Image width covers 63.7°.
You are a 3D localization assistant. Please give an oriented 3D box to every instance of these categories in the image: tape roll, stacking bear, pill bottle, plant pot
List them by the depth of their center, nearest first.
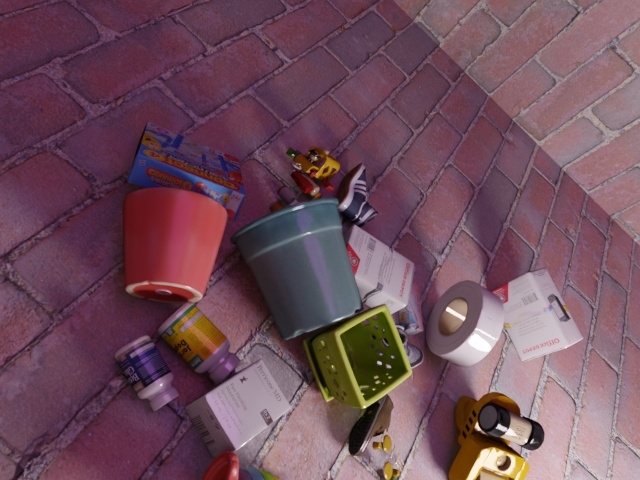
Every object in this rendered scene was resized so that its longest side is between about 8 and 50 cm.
[{"bbox_3d":[-0.133,0.626,1.223,0.289,0.164,0.175,26,37,-33],"label":"stacking bear"},{"bbox_3d":[-0.418,0.325,1.253,0.094,0.094,0.169,-29,81,-41],"label":"pill bottle"},{"bbox_3d":[-0.312,0.270,1.343,0.208,0.117,0.117,46,48,-2],"label":"pill bottle"},{"bbox_3d":[-0.396,0.026,1.359,0.275,0.275,0.243,14,66,-27],"label":"plant pot"},{"bbox_3d":[0.093,0.335,1.495,0.228,0.207,0.227,-20,88,-39],"label":"plant pot"},{"bbox_3d":[-0.049,0.094,1.509,0.341,0.341,0.334,-14,80,-39],"label":"plant pot"},{"bbox_3d":[0.489,0.281,1.762,0.100,0.286,0.286,31,50,-16],"label":"tape roll"}]

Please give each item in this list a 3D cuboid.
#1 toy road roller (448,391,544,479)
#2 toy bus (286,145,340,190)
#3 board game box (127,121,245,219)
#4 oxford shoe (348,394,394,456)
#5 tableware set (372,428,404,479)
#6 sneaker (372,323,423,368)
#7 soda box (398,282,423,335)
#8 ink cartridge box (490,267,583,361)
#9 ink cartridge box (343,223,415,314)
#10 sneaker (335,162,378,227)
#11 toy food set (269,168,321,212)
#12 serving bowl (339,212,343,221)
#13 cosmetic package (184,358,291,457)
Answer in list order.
[{"bbox_3d":[0.529,0.649,1.658,0.203,0.241,0.329,27,89,-19],"label":"toy road roller"},{"bbox_3d":[-0.012,-0.283,1.835,0.191,0.104,0.202,34,13,-22],"label":"toy bus"},{"bbox_3d":[-0.385,-0.209,1.511,0.308,0.086,0.302,20,22,-23],"label":"board game box"},{"bbox_3d":[0.160,0.548,1.517,0.096,0.083,0.227,50,50,-10],"label":"oxford shoe"},{"bbox_3d":[0.192,0.633,1.489,0.154,0.024,0.104,63,35,-18],"label":"tableware set"},{"bbox_3d":[0.251,0.343,1.651,0.269,0.153,0.101,17,55,-25],"label":"sneaker"},{"bbox_3d":[0.315,0.239,1.822,0.063,0.058,0.183,16,55,-26],"label":"soda box"},{"bbox_3d":[0.841,0.292,2.032,0.131,0.226,0.306,-11,71,-36],"label":"ink cartridge box"},{"bbox_3d":[0.174,0.106,1.770,0.273,0.114,0.197,32,49,-13],"label":"ink cartridge box"},{"bbox_3d":[0.148,-0.164,1.931,0.153,0.099,0.282,41,42,-16],"label":"sneaker"},{"bbox_3d":[-0.095,-0.174,1.767,0.232,0.111,0.104,-28,68,-40],"label":"toy food set"},{"bbox_3d":[0.049,-0.093,1.865,0.083,0.027,0.083,17,54,-25],"label":"serving bowl"},{"bbox_3d":[-0.208,0.421,1.297,0.184,0.151,0.151,-27,81,-41],"label":"cosmetic package"}]
